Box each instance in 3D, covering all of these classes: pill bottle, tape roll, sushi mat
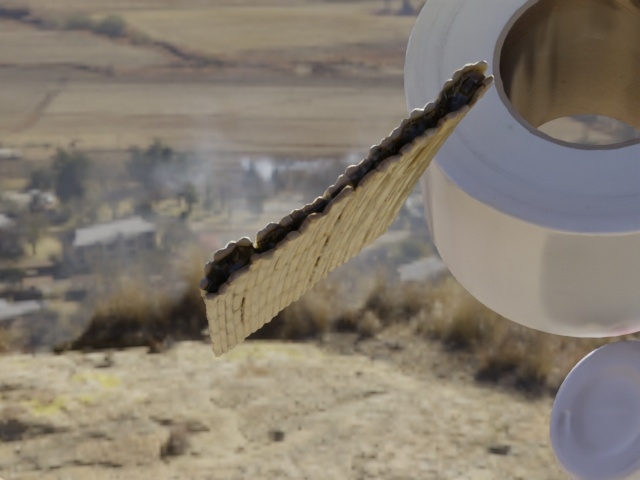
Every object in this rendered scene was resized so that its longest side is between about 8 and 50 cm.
[{"bbox_3d":[0.258,0.153,0.856,0.180,0.108,0.108,31,1,-31],"label":"pill bottle"},{"bbox_3d":[0.185,-0.076,0.830,0.246,0.246,0.169,4,-25,11],"label":"tape roll"},{"bbox_3d":[0.000,0.000,0.636,0.151,0.019,0.316,-36,-6,-9],"label":"sushi mat"}]

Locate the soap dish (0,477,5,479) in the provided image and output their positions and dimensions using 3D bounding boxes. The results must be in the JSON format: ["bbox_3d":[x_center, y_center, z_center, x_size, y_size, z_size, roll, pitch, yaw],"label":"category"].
[{"bbox_3d":[-0.294,0.249,0.711,0.229,0.118,0.291,14,61,39],"label":"soap dish"}]
